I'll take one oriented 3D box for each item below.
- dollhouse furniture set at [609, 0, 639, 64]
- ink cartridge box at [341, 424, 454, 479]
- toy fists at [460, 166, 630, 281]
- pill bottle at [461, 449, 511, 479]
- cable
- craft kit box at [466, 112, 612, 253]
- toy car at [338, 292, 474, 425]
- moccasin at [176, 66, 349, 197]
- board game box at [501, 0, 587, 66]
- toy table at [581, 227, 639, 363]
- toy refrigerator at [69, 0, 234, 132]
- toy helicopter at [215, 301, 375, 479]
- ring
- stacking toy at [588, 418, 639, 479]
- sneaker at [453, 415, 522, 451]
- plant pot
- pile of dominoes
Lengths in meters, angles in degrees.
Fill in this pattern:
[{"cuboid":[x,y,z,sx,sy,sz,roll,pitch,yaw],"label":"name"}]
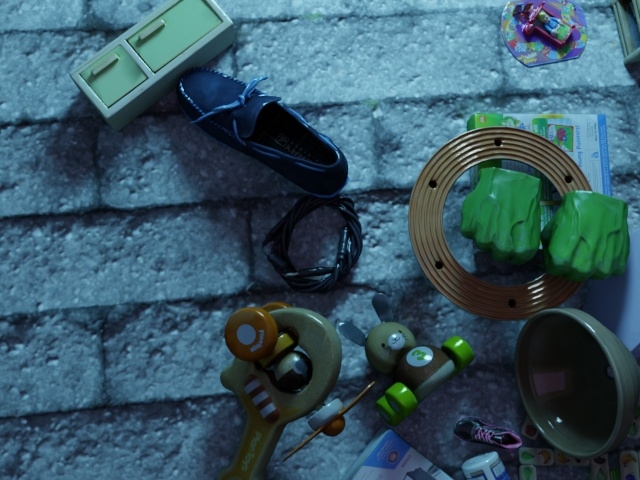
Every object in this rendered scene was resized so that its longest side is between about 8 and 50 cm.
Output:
[{"cuboid":[0.660,-0.419,1.355,0.183,0.129,0.129,-9,83,-7],"label":"dollhouse furniture set"},{"cuboid":[0.141,0.419,1.212,0.190,0.082,0.140,38,80,2],"label":"ink cartridge box"},{"cuboid":[0.365,-0.014,1.206,0.279,0.096,0.142,15,71,-2],"label":"toy fists"},{"cuboid":[0.291,0.419,1.233,0.067,0.067,0.120,-25,85,-8],"label":"pill bottle"},{"cuboid":[0.000,0.000,1.272,0.150,0.047,0.184,45,79,3],"label":"cable"},{"cuboid":[0.393,-0.101,1.323,0.246,0.061,0.250,0,82,-8],"label":"craft kit box"},{"cuboid":[0.126,0.180,1.222,0.155,0.149,0.188,-35,75,-21],"label":"toy car"},{"cuboid":[-0.091,-0.206,1.242,0.342,0.117,0.138,28,74,8],"label":"moccasin"},{"cuboid":[0.425,-0.401,1.378,0.168,0.033,0.133,-12,83,-7],"label":"board game box"},{"cuboid":[0.573,0.102,1.234,0.160,0.274,0.252,9,48,-14],"label":"toy table"},{"cuboid":[-0.283,-0.315,1.265,0.269,0.094,0.102,-39,88,-9],"label":"toy refrigerator"},{"cuboid":[-0.065,0.282,1.178,0.235,0.140,0.355,23,97,17],"label":"toy helicopter"},{"cuboid":[0.313,-0.030,1.265,0.336,0.032,0.337,1,82,-5],"label":"ring"},{"cuboid":[0.553,0.309,1.247,0.221,0.052,0.167,-10,73,10],"label":"stacking toy"},{"cuboid":[0.286,0.329,1.251,0.119,0.057,0.047,12,83,-2],"label":"sneaker"},{"cuboid":[0.430,0.220,1.190,0.109,0.237,0.237,-8,83,-24],"label":"plant pot"},{"cuboid":[0.453,0.366,1.220,0.251,0.040,0.196,-4,77,18],"label":"pile of dominoes"}]
